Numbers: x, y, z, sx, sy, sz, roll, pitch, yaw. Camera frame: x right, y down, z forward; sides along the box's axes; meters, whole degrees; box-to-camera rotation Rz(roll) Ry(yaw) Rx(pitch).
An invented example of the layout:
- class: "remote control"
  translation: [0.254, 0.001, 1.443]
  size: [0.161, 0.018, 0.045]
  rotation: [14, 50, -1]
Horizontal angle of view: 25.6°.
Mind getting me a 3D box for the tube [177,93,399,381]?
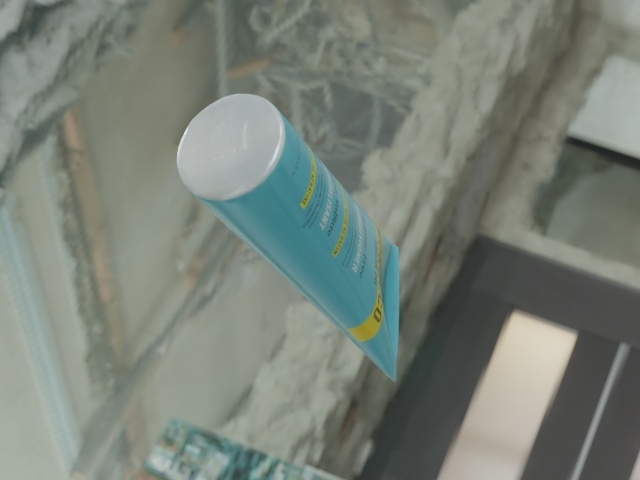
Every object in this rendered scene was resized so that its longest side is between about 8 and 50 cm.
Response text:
- class: "tube"
  translation: [0.000, 0.000, 0.692]
  size: [0.207, 0.052, 0.080]
  rotation: [45, -133, -57]
